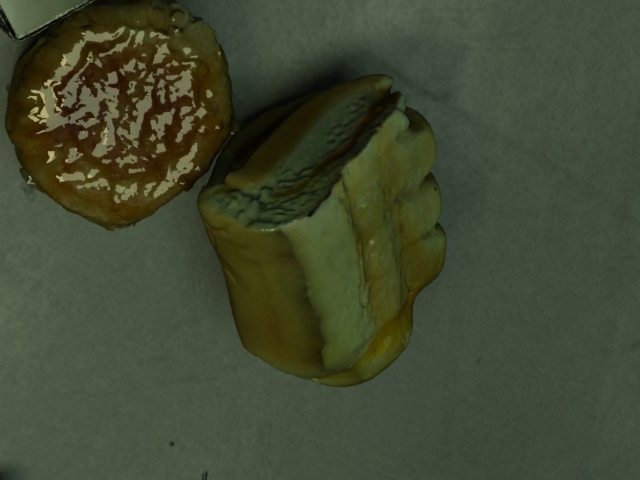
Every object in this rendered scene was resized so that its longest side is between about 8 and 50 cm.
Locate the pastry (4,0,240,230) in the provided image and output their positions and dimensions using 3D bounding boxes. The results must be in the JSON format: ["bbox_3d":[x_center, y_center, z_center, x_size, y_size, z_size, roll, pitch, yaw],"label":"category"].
[{"bbox_3d":[-0.216,-0.145,1.443,0.257,0.121,0.236,-41,121,-1],"label":"pastry"}]

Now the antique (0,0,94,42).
[{"bbox_3d":[-0.285,-0.300,1.313,0.148,0.152,0.147,-31,124,-13],"label":"antique"}]

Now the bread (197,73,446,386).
[{"bbox_3d":[0.000,0.000,1.569,0.300,0.210,0.341,-48,138,-30],"label":"bread"}]
